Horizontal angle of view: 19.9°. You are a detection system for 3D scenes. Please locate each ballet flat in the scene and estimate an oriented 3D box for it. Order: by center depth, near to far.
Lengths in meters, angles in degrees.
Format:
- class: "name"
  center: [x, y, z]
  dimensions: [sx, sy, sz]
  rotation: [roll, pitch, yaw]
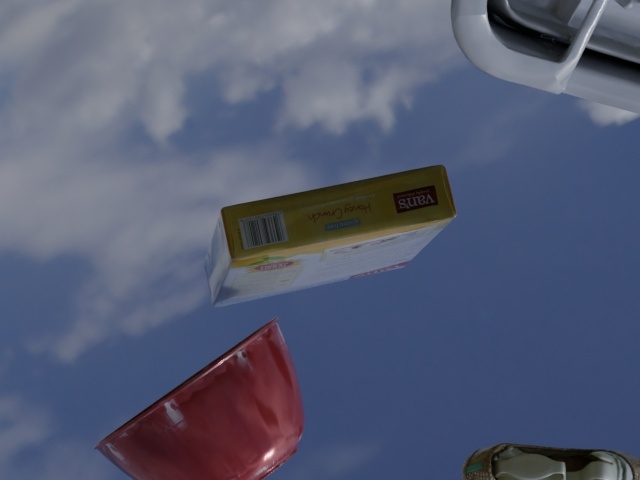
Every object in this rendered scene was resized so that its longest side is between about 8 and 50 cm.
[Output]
- class: "ballet flat"
  center: [0.244, 0.234, 1.789]
  dimensions: [0.206, 0.073, 0.067]
  rotation: [1, 161, -11]

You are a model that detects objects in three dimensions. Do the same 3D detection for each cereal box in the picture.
- class: "cereal box"
  center: [0.000, 0.000, 1.438]
  dimensions: [0.173, 0.047, 0.240]
  rotation: [-12, 172, -10]

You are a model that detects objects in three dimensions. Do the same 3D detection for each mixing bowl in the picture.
- class: "mixing bowl"
  center: [-0.081, 0.151, 1.450]
  dimensions: [0.181, 0.098, 0.181]
  rotation: [-34, 179, 0]

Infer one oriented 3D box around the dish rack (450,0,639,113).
- class: "dish rack"
  center: [0.242, -0.195, 0.978]
  dimensions: [0.285, 0.333, 0.072]
  rotation: [-63, -148, 25]
